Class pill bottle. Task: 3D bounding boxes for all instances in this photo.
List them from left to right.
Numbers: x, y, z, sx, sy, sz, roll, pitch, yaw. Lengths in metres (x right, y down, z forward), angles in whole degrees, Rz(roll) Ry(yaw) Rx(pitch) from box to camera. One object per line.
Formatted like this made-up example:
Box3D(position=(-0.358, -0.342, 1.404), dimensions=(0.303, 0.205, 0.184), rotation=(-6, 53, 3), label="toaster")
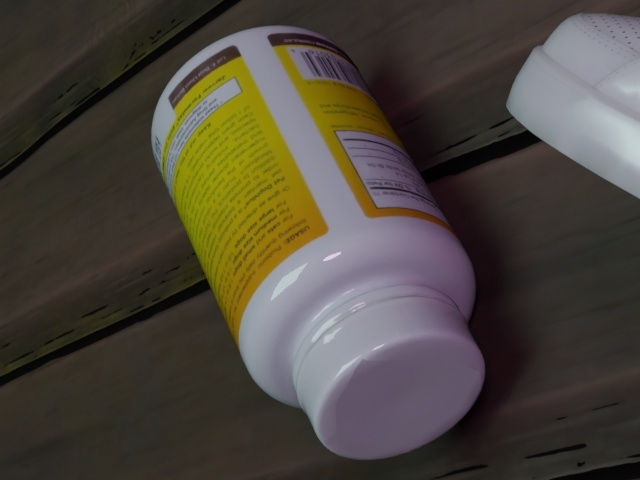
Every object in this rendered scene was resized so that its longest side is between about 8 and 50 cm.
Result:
Box3D(position=(0.000, 0.000, 0.858), dimensions=(0.117, 0.117, 0.215), rotation=(-60, 39, 32), label="pill bottle")

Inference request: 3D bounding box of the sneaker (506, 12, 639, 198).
Box3D(position=(0.203, -0.058, 0.513), dimensions=(0.292, 0.108, 0.169), rotation=(24, 108, 29), label="sneaker")
